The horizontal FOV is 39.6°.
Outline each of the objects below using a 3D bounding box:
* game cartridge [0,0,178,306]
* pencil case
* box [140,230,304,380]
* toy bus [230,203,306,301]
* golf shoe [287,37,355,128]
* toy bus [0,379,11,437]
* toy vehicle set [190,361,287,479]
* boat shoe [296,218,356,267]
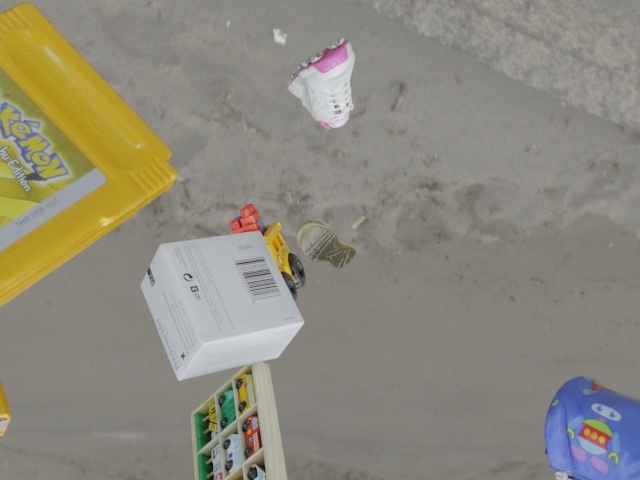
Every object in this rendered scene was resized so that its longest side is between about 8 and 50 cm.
[{"bbox_3d":[-0.351,-0.098,0.962,0.285,0.323,0.053,46,142,2],"label":"game cartridge"},{"bbox_3d":[0.387,0.257,0.995,0.119,0.306,0.133,43,76,-36],"label":"pencil case"},{"bbox_3d":[-0.154,0.097,1.371,0.182,0.181,0.119,-9,149,-35],"label":"box"},{"bbox_3d":[-0.138,0.037,1.870,0.149,0.220,0.211,-16,105,14],"label":"toy bus"},{"bbox_3d":[0.024,-0.288,1.670,0.115,0.306,0.140,-33,95,-6],"label":"golf shoe"},{"bbox_3d":[-0.662,0.207,1.599,0.108,0.333,0.130,-7,147,-37],"label":"toy bus"},{"bbox_3d":[-0.129,0.330,1.366,0.035,0.267,0.166,31,117,-32],"label":"toy vehicle set"},{"bbox_3d":[0.002,-0.001,1.326,0.056,0.048,0.153,-48,150,11],"label":"boat shoe"}]
